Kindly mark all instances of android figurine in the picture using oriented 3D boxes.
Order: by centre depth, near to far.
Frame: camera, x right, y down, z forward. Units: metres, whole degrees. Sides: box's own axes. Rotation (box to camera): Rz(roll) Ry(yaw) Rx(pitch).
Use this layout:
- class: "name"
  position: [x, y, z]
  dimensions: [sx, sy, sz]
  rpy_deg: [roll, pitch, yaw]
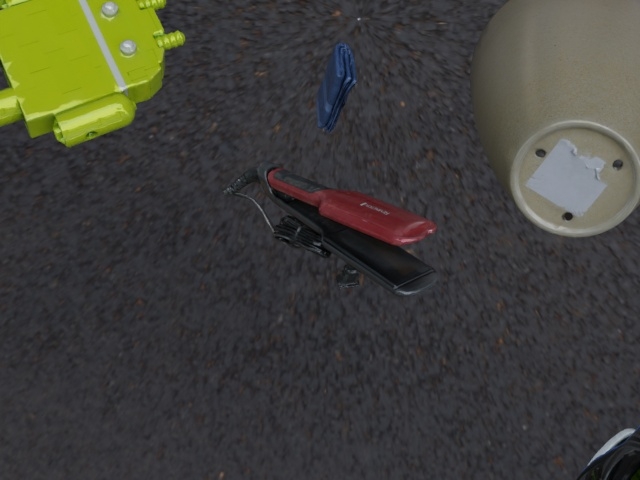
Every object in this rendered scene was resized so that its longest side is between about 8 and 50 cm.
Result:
- class: "android figurine"
  position: [-0.305, -0.230, 1.319]
  dimensions: [0.272, 0.056, 0.248]
  rpy_deg: [-20, 68, -13]

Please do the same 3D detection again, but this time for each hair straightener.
- class: "hair straightener"
  position: [0.000, 0.000, 0.816]
  dimensions: [0.047, 0.230, 0.089]
  rpy_deg: [-26, 122, -35]

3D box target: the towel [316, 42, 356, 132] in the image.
- class: "towel"
  position: [0.020, -0.204, 1.432]
  dimensions: [0.029, 0.119, 0.067]
  rpy_deg: [3, 60, -12]

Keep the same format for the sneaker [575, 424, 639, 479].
- class: "sneaker"
  position: [0.164, 0.150, 0.575]
  dimensions: [0.067, 0.078, 0.188]
  rpy_deg: [40, 144, 19]

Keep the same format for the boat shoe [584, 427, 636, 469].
- class: "boat shoe"
  position: [0.379, 0.401, 1.442]
  dimensions: [0.114, 0.091, 0.303]
  rpy_deg: [28, 89, -38]

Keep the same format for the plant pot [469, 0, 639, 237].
- class: "plant pot"
  position: [0.275, -0.122, 1.152]
  dimensions: [0.256, 0.274, 0.256]
  rpy_deg: [7, 121, 11]
